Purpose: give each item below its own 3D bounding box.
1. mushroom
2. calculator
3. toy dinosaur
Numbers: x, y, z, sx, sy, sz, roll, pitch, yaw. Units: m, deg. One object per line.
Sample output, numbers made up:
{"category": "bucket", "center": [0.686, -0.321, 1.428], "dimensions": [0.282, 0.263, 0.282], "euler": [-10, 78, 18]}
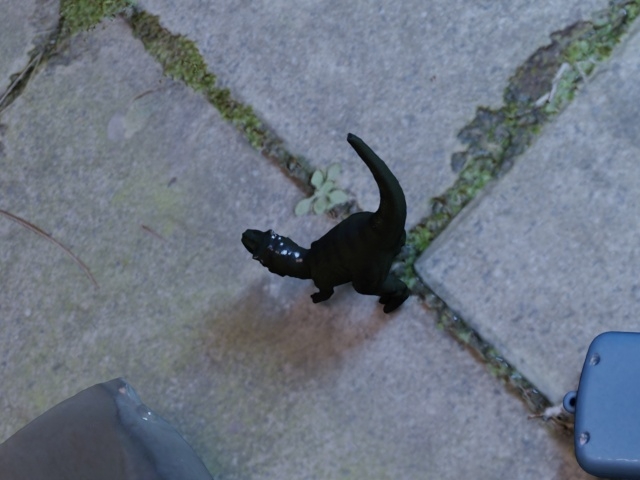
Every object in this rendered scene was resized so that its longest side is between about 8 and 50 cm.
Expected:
{"category": "mushroom", "center": [-0.126, 0.268, 1.441], "dimensions": [0.154, 0.137, 0.407], "euler": [-44, 58, -7]}
{"category": "calculator", "center": [0.287, 0.131, 1.325], "dimensions": [0.210, 0.039, 0.121], "euler": [0, 69, 29]}
{"category": "toy dinosaur", "center": [0.000, 0.000, 1.450], "dimensions": [0.187, 0.179, 0.087], "euler": [-16, 63, 25]}
